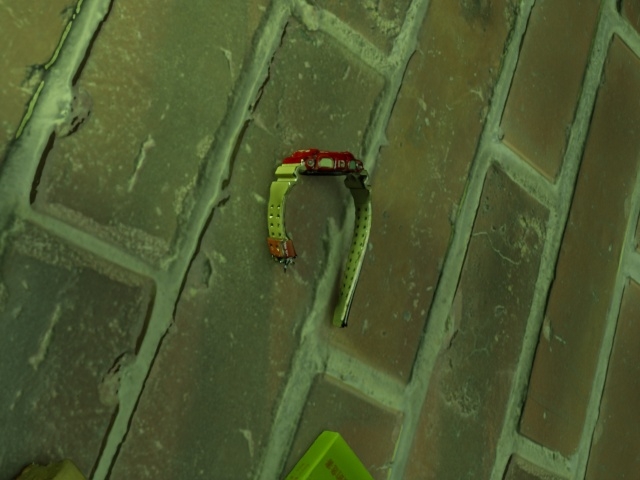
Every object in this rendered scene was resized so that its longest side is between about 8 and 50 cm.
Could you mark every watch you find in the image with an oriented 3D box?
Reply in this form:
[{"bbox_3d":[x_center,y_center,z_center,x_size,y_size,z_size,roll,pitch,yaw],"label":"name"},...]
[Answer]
[{"bbox_3d":[-0.004,-0.008,1.236,0.165,0.102,0.268,11,89,-30],"label":"watch"}]

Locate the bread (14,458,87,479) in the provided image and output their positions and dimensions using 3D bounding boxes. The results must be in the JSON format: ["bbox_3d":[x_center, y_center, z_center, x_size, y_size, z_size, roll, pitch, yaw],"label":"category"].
[{"bbox_3d":[-0.289,0.411,0.921,0.275,0.114,0.185,65,16,-14],"label":"bread"}]

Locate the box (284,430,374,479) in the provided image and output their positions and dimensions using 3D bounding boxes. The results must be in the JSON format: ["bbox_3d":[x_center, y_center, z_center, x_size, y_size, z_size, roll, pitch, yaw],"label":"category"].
[{"bbox_3d":[-0.033,0.468,1.193,0.335,0.047,0.187,-47,114,-31],"label":"box"}]
